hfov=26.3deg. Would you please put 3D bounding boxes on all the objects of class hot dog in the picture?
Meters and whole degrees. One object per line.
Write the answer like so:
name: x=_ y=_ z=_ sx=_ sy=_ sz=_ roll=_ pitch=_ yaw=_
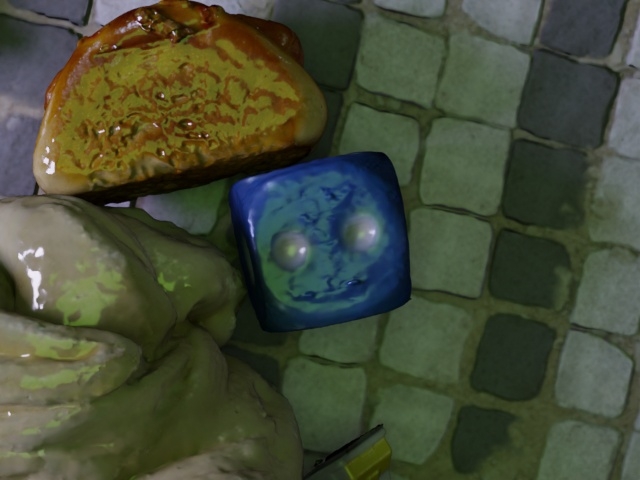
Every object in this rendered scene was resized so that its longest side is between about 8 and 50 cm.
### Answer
hot dog: x=-0.128 y=-0.126 z=1.195 sx=0.256 sy=0.150 sz=0.153 roll=-13 pitch=82 yaw=-4

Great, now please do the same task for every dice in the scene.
dice: x=0.000 y=0.000 z=1.213 sx=0.146 sy=0.146 sz=0.143 roll=-10 pitch=92 yaw=-5

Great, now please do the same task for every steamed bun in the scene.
steamed bun: x=-0.196 y=0.108 z=1.111 sx=0.324 sy=0.230 sz=0.372 roll=-17 pitch=65 yaw=-18

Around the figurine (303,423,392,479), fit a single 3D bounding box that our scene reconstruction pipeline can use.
figurine: x=0.051 y=0.327 z=1.216 sx=0.308 sy=0.143 sz=0.309 roll=2 pitch=98 yaw=12
